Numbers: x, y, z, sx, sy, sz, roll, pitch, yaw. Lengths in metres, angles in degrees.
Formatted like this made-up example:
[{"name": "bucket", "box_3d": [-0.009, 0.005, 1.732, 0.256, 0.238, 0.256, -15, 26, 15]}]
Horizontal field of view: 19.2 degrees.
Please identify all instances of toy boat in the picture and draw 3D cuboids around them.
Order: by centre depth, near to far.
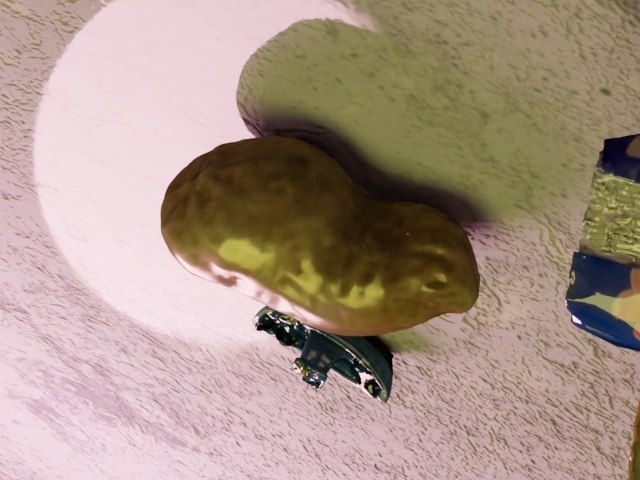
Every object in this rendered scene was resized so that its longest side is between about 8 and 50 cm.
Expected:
[{"name": "toy boat", "box_3d": [0.003, 0.098, 1.648, 0.137, 0.061, 0.060, 29, 151, -1]}]

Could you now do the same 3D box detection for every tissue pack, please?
[{"name": "tissue pack", "box_3d": [0.298, 0.027, 1.118, 0.270, 0.137, 0.209, 17, -173, 19]}]

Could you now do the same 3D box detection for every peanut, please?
[{"name": "peanut", "box_3d": [0.000, 0.000, 1.434, 0.253, 0.122, 0.137, 24, 141, 5]}]

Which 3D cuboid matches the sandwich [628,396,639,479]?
[{"name": "sandwich", "box_3d": [0.347, 0.210, 1.354, 0.273, 0.249, 0.095, 15, -173, 26]}]
